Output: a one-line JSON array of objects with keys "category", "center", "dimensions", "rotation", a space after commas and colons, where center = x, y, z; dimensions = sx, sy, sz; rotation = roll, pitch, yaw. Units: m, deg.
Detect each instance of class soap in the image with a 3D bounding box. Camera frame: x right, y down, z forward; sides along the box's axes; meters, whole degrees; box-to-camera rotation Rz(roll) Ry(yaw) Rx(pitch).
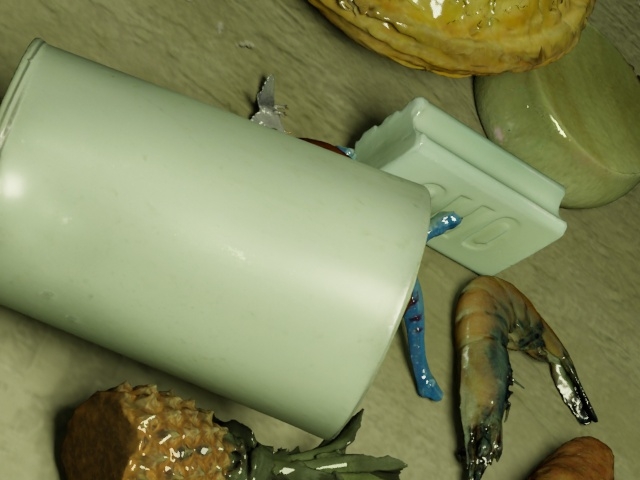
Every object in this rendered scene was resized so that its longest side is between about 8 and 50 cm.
[{"category": "soap", "center": [0.129, -0.048, 1.687], "dimensions": [0.198, 0.119, 0.067], "rotation": [29, 46, -30]}]

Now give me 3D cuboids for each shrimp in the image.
[{"category": "shrimp", "center": [0.201, 0.159, 1.677], "dimensions": [0.198, 0.051, 0.262], "rotation": [35, 41, -26]}]

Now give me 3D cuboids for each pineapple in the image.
[{"category": "pineapple", "center": [-0.057, 0.176, 1.337], "dimensions": [0.277, 0.130, 0.119], "rotation": [13, 68, -43]}]

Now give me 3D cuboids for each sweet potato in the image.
[{"category": "sweet potato", "center": [0.217, 0.246, 1.603], "dimensions": [0.097, 0.097, 0.251], "rotation": [53, 35, -5]}]

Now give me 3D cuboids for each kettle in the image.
[{"category": "kettle", "center": [-0.095, -0.020, 1.305], "dimensions": [0.318, 0.205, 0.265], "rotation": [20, 46, -7]}]

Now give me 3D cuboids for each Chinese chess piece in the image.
[{"category": "Chinese chess piece", "center": [0.274, -0.143, 1.926], "dimensions": [0.237, 0.092, 0.238], "rotation": [26, 47, -31]}]

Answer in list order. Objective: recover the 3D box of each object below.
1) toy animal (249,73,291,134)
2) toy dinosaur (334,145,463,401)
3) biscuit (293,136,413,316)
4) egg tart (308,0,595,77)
[{"category": "toy animal", "center": [-0.044, -0.117, 1.626], "dimensions": [0.050, 0.028, 0.084], "rotation": [36, 43, -11]}, {"category": "toy dinosaur", "center": [0.032, -0.007, 1.591], "dimensions": [0.329, 0.076, 0.144], "rotation": [44, 73, -17]}, {"category": "biscuit", "center": [0.000, 0.000, 1.471], "dimensions": [0.192, 0.192, 0.049], "rotation": [53, 50, -5]}, {"category": "egg tart", "center": [0.115, -0.367, 1.801], "dimensions": [0.443, 0.178, 0.443], "rotation": [18, 47, -21]}]
